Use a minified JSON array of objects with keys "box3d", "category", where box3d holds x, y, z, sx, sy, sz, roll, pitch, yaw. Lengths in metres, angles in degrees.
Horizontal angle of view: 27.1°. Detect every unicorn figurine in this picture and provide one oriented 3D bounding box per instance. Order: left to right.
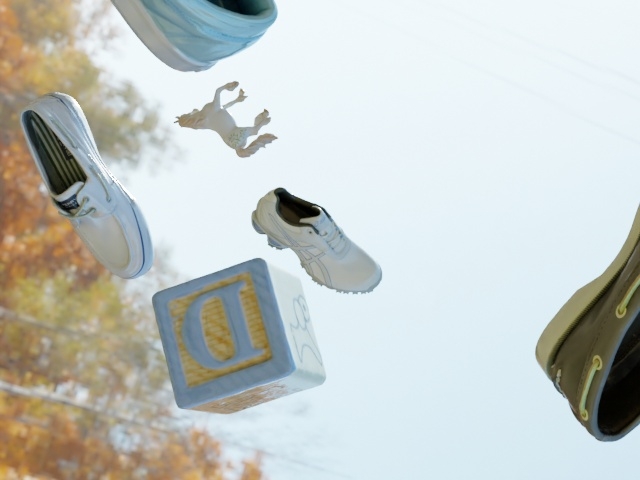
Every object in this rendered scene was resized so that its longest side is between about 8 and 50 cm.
[{"box3d":[-0.150,-0.187,2.048,0.111,0.060,0.162,-43,-119,-6],"category":"unicorn figurine"}]

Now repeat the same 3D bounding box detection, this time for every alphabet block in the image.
[{"box3d":[-0.122,0.152,2.050,0.197,0.193,0.192,34,40,-71],"category":"alphabet block"}]

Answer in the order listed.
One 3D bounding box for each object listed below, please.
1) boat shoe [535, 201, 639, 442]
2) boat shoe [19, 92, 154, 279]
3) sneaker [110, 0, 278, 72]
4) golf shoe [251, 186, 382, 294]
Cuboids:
[{"box3d":[0.274,0.026,0.996,0.305,0.109,0.091,-59,-143,33],"category":"boat shoe"},{"box3d":[-0.266,-0.051,1.456,0.083,0.226,0.076,-29,-177,26],"category":"boat shoe"},{"box3d":[-0.170,-0.318,1.232,0.150,0.366,0.135,-14,-136,41],"category":"sneaker"},{"box3d":[0.000,0.000,1.572,0.069,0.176,0.086,-59,180,-27],"category":"golf shoe"}]
